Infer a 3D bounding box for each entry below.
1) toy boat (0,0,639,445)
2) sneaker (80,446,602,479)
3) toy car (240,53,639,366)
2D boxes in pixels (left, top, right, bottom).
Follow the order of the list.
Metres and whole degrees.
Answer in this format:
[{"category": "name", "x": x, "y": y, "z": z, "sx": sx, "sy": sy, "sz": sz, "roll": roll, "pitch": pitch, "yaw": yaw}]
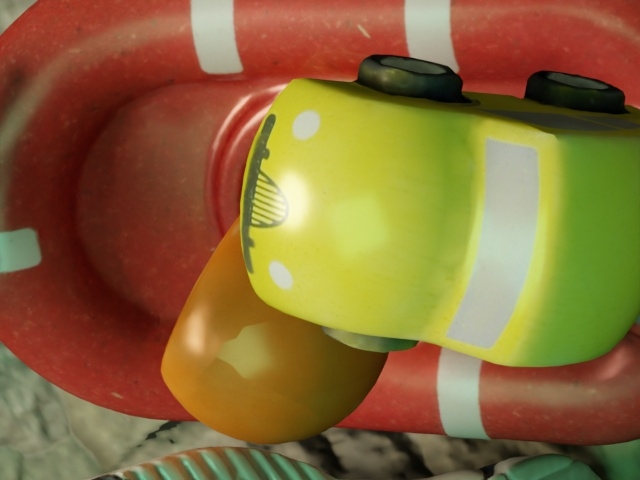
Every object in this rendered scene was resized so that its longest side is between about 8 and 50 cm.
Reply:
[{"category": "toy boat", "x": 0.000, "y": 0.000, "z": 0.433, "sx": 0.231, "sy": 0.151, "sz": 0.151, "roll": 1, "pitch": 115, "yaw": 20}, {"category": "sneaker", "x": -0.032, "y": 0.116, "z": 0.480, "sx": 0.153, "sy": 0.235, "sz": 0.094, "roll": -26, "pitch": 76, "yaw": 41}, {"category": "toy car", "x": 0.119, "y": 0.015, "z": 0.384, "sx": 0.239, "sy": 0.053, "sz": 0.225, "roll": -31, "pitch": 119, "yaw": -15}]
